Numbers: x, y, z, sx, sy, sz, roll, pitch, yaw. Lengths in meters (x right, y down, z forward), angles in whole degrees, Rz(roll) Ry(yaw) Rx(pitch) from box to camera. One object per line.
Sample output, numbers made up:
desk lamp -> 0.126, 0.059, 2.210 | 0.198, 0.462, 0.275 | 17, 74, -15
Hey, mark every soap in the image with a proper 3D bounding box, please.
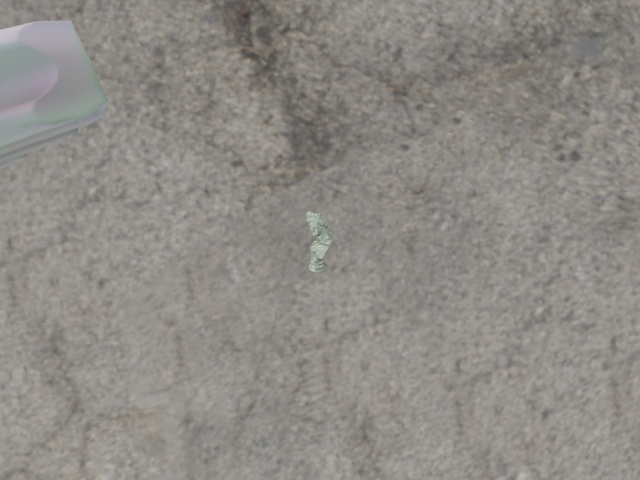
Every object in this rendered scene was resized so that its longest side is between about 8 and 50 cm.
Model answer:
soap -> -0.387, -0.119, 0.892 | 0.208, 0.347, 0.115 | -19, 100, 39

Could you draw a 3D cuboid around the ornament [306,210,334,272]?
ornament -> 0.000, 0.003, 1.332 | 0.041, 0.068, 0.092 | 2, 89, 6
